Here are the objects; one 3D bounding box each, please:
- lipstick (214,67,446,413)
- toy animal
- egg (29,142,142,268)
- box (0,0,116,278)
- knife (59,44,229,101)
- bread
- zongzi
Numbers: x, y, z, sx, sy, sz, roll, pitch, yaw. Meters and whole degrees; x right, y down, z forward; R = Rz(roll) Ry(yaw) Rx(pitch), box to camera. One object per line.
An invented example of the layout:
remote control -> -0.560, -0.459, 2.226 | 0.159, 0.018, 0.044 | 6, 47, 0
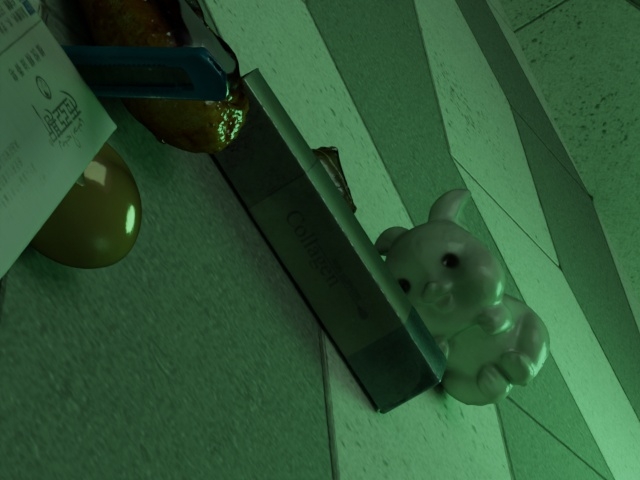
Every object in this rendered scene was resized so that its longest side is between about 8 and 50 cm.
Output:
lipstick -> 0.000, 0.000, 1.437 | 0.317, 0.066, 0.068 | 57, 17, -7
toy animal -> 0.140, 0.059, 1.641 | 0.193, 0.127, 0.178 | 54, 15, -14
egg -> -0.151, -0.024, 1.012 | 0.096, 0.080, 0.080 | 40, 25, -41
box -> -0.227, -0.075, 0.810 | 0.203, 0.116, 0.274 | 55, 16, -14
knife -> -0.144, -0.102, 0.960 | 0.296, 0.026, 0.044 | 9, -54, 53
bread -> -0.143, -0.172, 1.299 | 0.269, 0.095, 0.139 | 51, 10, 25
zongzi -> -0.004, -0.055, 1.583 | 0.083, 0.040, 0.076 | -1, 67, -58
